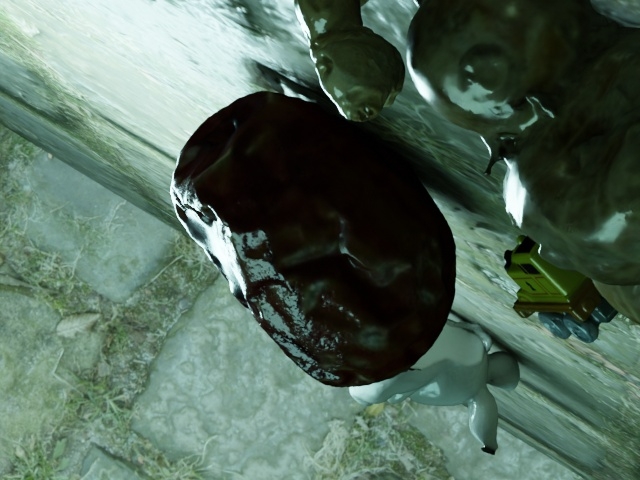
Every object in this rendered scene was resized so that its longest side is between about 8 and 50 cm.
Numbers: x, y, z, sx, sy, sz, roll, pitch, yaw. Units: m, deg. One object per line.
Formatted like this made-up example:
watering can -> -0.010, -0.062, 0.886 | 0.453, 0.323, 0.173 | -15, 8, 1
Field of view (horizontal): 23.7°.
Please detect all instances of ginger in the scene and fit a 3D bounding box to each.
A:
ginger -> 0.003, -0.176, 1.031 | 0.149, 0.065, 0.259 | 57, -161, -30
ginger -> 0.222, -0.044, 1.043 | 0.375, 0.176, 0.256 | 38, -172, -40

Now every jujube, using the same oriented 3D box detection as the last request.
jujube -> 0.001, 0.001, 1.768 | 0.377, 0.276, 0.276 | 42, 168, -27

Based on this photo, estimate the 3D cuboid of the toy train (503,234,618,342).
toy train -> 0.256, 0.037, 1.619 | 0.127, 0.089, 0.219 | 45, 170, -8

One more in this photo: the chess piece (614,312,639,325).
chess piece -> 0.336, 0.076, 1.716 | 0.092, 0.035, 0.035 | 29, 171, 5

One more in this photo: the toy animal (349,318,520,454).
toy animal -> 0.178, 0.205, 2.454 | 0.325, 0.208, 0.154 | 31, 148, -10
